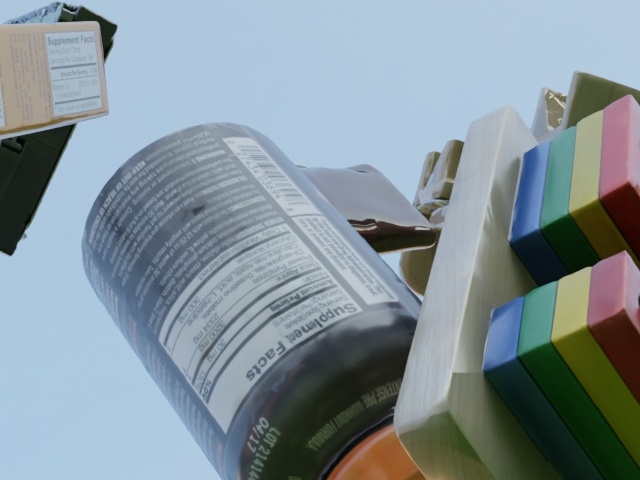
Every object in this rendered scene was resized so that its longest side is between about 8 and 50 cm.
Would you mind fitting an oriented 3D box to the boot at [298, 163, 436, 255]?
[{"bbox_3d":[0.000,0.000,1.029,0.207,0.248,0.090,-5,-60,-26],"label":"boot"}]

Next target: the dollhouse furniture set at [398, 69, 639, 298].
[{"bbox_3d":[0.288,0.064,1.228,0.394,0.362,0.256,17,-101,-13],"label":"dollhouse furniture set"}]

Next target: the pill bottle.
[{"bbox_3d":[-0.013,0.057,0.686,0.130,0.245,0.130,-22,-43,-22],"label":"pill bottle"}]

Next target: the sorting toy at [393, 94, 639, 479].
[{"bbox_3d":[0.157,0.081,0.620,0.089,0.257,0.255,-27,-69,26],"label":"sorting toy"}]

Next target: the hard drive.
[{"bbox_3d":[-0.309,-0.111,1.373,0.064,0.339,0.236,26,-97,-22],"label":"hard drive"}]

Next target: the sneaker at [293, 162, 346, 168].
[{"bbox_3d":[-0.068,-0.039,1.542,0.297,0.111,0.129,-11,-39,-17],"label":"sneaker"}]

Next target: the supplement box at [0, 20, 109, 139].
[{"bbox_3d":[-0.225,-0.107,0.935,0.078,0.233,0.080,-3,-83,15],"label":"supplement box"}]
